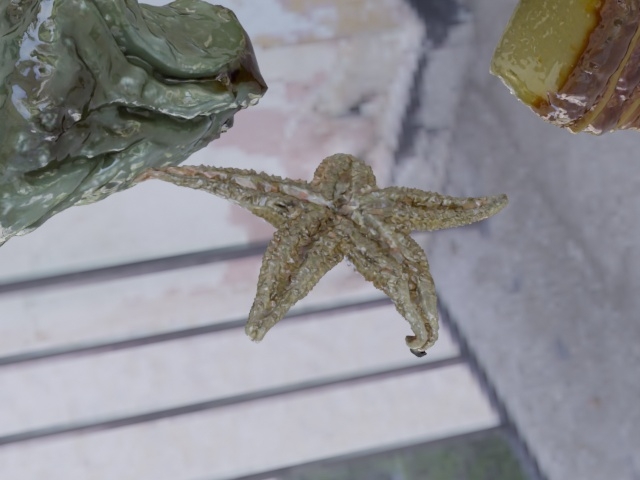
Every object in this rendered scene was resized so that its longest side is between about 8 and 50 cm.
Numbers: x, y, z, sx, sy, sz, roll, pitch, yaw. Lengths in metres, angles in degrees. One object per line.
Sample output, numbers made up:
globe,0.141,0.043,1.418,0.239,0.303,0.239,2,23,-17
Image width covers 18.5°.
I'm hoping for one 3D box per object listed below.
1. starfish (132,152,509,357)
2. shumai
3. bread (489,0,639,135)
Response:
starfish,0.001,-0.004,1.487,0.231,0.295,0.048,-87,9,-49
shumai,-0.183,-0.109,1.672,0.309,0.263,0.304,146,129,-60
bread,0.282,-0.223,1.701,0.114,0.184,0.275,54,130,35
